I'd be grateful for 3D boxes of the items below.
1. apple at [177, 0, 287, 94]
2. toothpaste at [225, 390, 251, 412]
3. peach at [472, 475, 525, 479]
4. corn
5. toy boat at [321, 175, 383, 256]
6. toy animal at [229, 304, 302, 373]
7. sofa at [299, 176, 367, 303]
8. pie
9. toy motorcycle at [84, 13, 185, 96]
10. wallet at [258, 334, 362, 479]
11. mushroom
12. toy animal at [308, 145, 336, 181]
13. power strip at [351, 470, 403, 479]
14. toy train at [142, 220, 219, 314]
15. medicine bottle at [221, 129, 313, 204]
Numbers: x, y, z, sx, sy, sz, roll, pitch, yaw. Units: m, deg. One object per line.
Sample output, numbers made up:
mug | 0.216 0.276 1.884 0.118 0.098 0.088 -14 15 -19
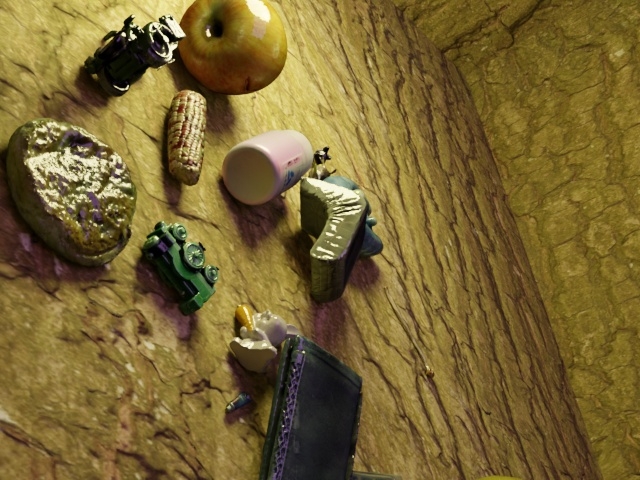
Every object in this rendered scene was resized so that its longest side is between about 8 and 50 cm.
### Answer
apple | -0.205 -0.473 2.115 0.264 0.264 0.264 42 32 -34
toothpaste | -0.159 0.310 1.671 0.027 0.019 0.083 40 22 13
peach | 0.421 0.696 2.008 0.314 0.315 0.281 63 9 21
corn | -0.291 -0.222 1.895 0.086 0.086 0.253 36 38 -40
toy boat | 0.100 -0.074 2.355 0.330 0.123 0.215 35 36 -59
toy animal | -0.115 0.198 1.809 0.181 0.131 0.127 -49 140 -55
sofa | 0.000 0.000 2.095 0.210 0.176 0.225 90 21 -58
pie | -0.426 -0.090 1.525 0.277 0.078 0.277 39 34 -33
toy motorcycle | -0.370 -0.399 1.796 0.127 0.205 0.275 51 33 -16
wallet | -0.017 0.387 1.726 0.237 0.075 0.342 37 49 -38
mushroom | 0.246 0.256 2.450 0.026 0.028 0.286 -25 84 -21
toy animal | 0.000 -0.182 2.391 0.202 0.070 0.105 -70 141 -60
power strip | 0.099 0.536 1.877 0.286 0.048 0.080 25 43 -48
toy train | -0.270 0.048 1.680 0.178 0.071 0.104 55 37 -16
medicine bottle | -0.118 -0.181 2.083 0.152 0.152 0.254 60 26 -3
